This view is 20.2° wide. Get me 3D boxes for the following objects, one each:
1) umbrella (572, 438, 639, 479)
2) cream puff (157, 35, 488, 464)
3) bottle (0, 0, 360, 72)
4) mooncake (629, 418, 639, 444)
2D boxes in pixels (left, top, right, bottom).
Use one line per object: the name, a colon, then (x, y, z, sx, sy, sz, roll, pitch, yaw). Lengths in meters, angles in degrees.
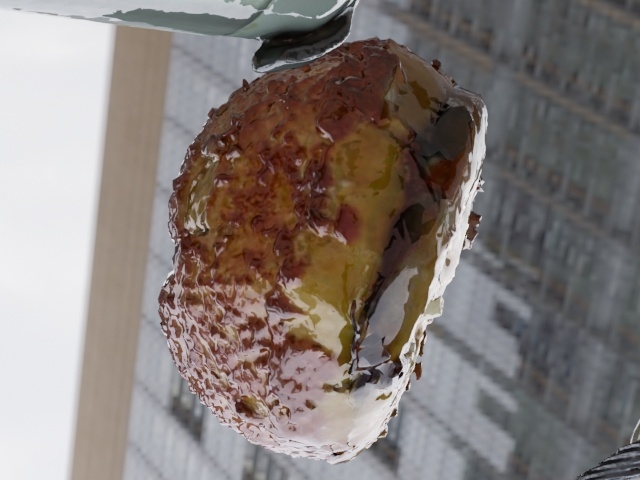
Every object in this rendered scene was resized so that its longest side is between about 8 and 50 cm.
umbrella: (0.165, 0.068, 0.706, 0.044, 0.269, 0.044, -24, -101, -38)
cream puff: (0.000, 0.001, 0.955, 0.164, 0.240, 0.240, 27, -156, 4)
bottle: (-0.077, -0.115, 0.678, 0.079, 0.096, 0.253, -16, 171, 40)
mooncake: (0.290, 0.186, 0.988, 0.135, 0.275, 0.275, -10, -152, -33)
